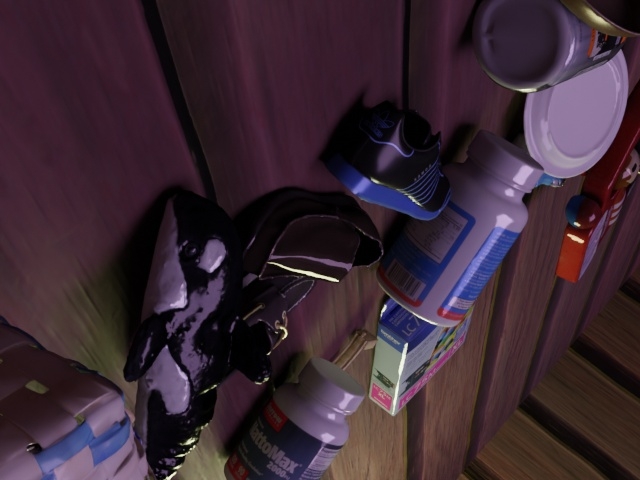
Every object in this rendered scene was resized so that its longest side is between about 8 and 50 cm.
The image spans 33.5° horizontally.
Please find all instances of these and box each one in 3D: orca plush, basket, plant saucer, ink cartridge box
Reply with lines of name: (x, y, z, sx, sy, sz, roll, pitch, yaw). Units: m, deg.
orca plush: (-0.094, 0.110, 0.855, 0.151, 0.102, 0.287, 9, 94, -85)
basket: (-0.208, 0.186, 0.648, 0.201, 0.255, 0.288, -33, 141, -45)
plant saucer: (0.262, -0.262, 1.041, 0.029, 0.168, 0.168, -40, 171, 40)
ink cartridge box: (0.157, 0.123, 1.570, 0.186, 0.065, 0.311, -43, 155, -24)

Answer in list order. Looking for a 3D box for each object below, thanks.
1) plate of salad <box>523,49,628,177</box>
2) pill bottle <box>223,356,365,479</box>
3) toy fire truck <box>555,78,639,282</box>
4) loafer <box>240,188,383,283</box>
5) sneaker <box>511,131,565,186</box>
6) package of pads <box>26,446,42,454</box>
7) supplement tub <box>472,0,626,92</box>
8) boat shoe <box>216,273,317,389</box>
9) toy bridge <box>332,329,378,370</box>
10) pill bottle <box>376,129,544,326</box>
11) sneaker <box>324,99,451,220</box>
plate of salad: (0.330, -0.181, 1.395, 0.200, 0.048, 0.199, -15, 115, -34)
pill bottle: (-0.028, 0.237, 1.300, 0.180, 0.108, 0.108, -56, 159, 9)
toy fire truck: (0.436, -0.091, 1.582, 0.254, 0.169, 0.302, -57, 162, -19)
loafer: (0.000, 0.000, 1.017, 0.220, 0.078, 0.080, -15, 138, -58)
sneaker: (0.309, -0.122, 1.479, 0.191, 0.071, 0.083, -14, 132, -58)
package of pads: (-0.286, 0.322, 0.919, 0.296, 0.101, 0.229, -49, 158, -6)
supplement tub: (0.251, -0.227, 1.117, 0.190, 0.117, 0.117, -27, 148, -49)
boat shoe: (-0.074, 0.087, 1.018, 0.228, 0.069, 0.081, -33, 152, -40)
toy bridge: (0.011, 0.198, 1.432, 0.188, 0.026, 0.063, -59, 157, 16)
pill bottle: (0.172, -0.016, 1.283, 0.221, 0.124, 0.124, -58, 158, 17)
sneaker: (0.093, -0.081, 1.074, 0.090, 0.081, 0.232, -50, 159, 16)
